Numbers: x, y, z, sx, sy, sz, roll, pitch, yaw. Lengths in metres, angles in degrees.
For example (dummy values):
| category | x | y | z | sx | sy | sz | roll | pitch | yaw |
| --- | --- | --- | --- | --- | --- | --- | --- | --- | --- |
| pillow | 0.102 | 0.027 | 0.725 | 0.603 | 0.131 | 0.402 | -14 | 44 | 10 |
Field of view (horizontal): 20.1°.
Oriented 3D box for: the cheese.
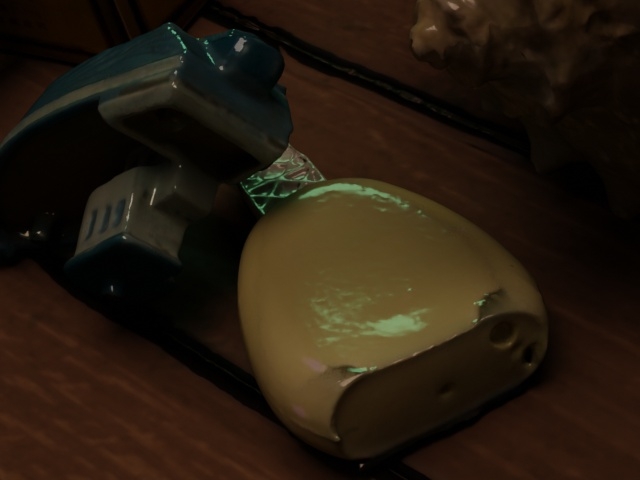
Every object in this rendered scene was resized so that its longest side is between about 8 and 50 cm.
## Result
| category | x | y | z | sx | sy | sz | roll | pitch | yaw |
| --- | --- | --- | --- | --- | --- | --- | --- | --- | --- |
| cheese | 0.000 | 0.000 | 0.840 | 0.127 | 0.054 | 0.251 | -25 | 40 | -12 |

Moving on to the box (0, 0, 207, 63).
| category | x | y | z | sx | sy | sz | roll | pitch | yaw |
| --- | --- | --- | --- | --- | --- | --- | --- | --- | --- |
| box | -0.186 | -0.212 | 1.118 | 0.301 | 0.084 | 0.193 | 13 | 50 | 32 |

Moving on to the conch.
| category | x | y | z | sx | sy | sz | roll | pitch | yaw |
| --- | --- | --- | --- | --- | --- | --- | --- | --- | --- |
| conch | 0.155 | -0.122 | 0.818 | 0.352 | 0.210 | 0.297 | -6 | 25 | -41 |

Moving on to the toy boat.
| category | x | y | z | sx | sy | sz | roll | pitch | yaw |
| --- | --- | --- | --- | --- | --- | --- | --- | --- | --- |
| toy boat | -0.099 | -0.024 | 0.850 | 0.215 | 0.088 | 0.102 | -19 | 49 | 46 |
